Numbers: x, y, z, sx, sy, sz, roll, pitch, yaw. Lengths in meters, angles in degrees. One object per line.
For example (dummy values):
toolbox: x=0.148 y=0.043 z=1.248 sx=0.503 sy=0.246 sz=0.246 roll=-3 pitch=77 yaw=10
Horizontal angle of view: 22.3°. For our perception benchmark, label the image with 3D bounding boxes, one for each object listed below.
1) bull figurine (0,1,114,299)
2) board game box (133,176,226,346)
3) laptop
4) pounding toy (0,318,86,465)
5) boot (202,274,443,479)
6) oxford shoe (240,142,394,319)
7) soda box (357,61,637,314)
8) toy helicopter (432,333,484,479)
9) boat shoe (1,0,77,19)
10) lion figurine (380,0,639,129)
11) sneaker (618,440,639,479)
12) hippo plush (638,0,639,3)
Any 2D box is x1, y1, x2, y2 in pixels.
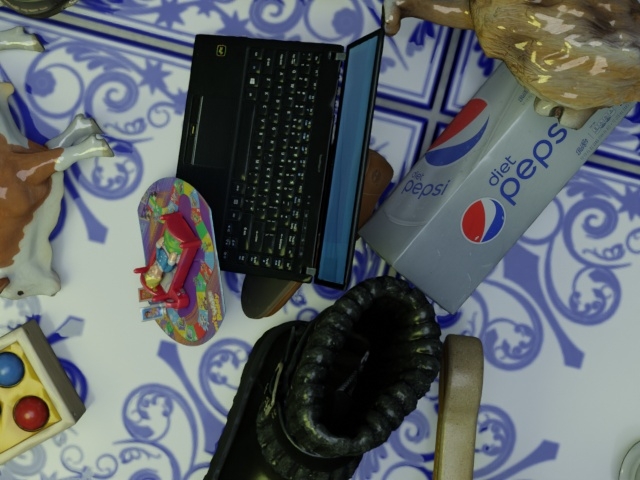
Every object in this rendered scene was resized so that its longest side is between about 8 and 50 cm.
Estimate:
bull figurine: x=-0.319 y=-0.093 z=1.588 sx=0.188 sy=0.101 sz=0.310 roll=-34 pitch=95 yaw=-1
board game box: x=-0.149 y=0.024 z=1.581 sx=0.033 sy=0.133 sz=0.169 roll=-12 pitch=96 yaw=-37
laptop: x=-0.049 y=-0.081 z=1.512 sx=0.264 sy=0.136 sz=0.234 roll=8 pitch=89 yaw=26
pounding toy: x=-0.321 y=0.172 z=1.605 sx=0.141 sy=0.100 sz=0.130 roll=-29 pitch=93 yaw=2
boot: x=-0.012 y=0.211 z=1.481 sx=0.131 sy=0.260 sz=0.348 roll=15 pitch=75 yaw=-20
oxford shoe: x=0.000 y=0.000 z=1.610 sx=0.076 sy=0.076 sz=0.212 roll=26 pitch=109 yaw=-41
soda box: x=0.172 y=-0.074 z=1.574 sx=0.098 sy=0.091 sz=0.286 roll=38 pitch=94 yaw=-31
toy helicopter: x=0.121 y=0.268 z=1.542 sx=0.140 sy=0.235 sz=0.355 roll=4 pitch=94 yaw=0
boat shoe: x=-0.205 y=-0.361 z=1.555 sx=0.132 sy=0.130 sz=0.355 roll=36 pitch=74 yaw=6
lion figurine: x=0.170 y=-0.282 z=1.496 sx=0.240 sy=0.142 sz=0.392 roll=-1 pitch=59 yaw=-8
sneaker: x=0.446 y=0.273 z=1.594 sx=0.297 sy=0.129 sz=0.111 roll=10 pitch=92 yaw=-2
hippo plush: x=0.447 y=-0.127 z=1.557 sx=0.236 sy=0.234 sz=0.294 roll=-20 pitch=51 yaw=-15
